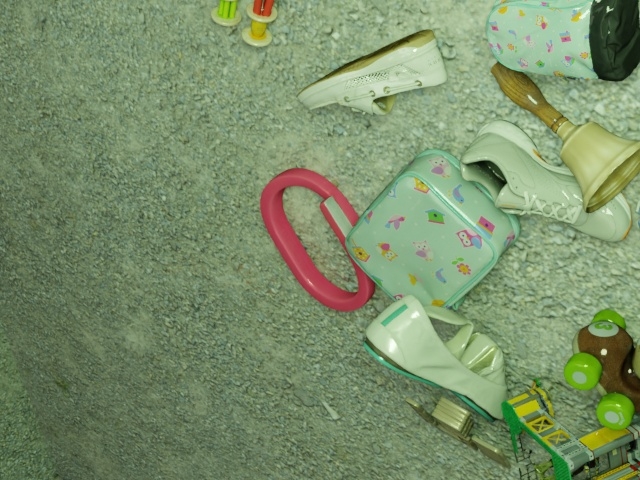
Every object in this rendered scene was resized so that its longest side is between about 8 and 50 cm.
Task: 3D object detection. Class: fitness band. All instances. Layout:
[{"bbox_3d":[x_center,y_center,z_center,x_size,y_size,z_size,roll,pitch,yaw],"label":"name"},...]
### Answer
[{"bbox_3d":[0.000,0.000,1.797,0.209,0.054,0.291,-14,109,52],"label":"fitness band"}]

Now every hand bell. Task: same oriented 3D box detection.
[{"bbox_3d":[0.323,-0.165,1.324,0.242,0.126,0.126,49,144,22],"label":"hand bell"}]

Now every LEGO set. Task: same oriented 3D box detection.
[{"bbox_3d":[0.454,0.382,1.611,0.255,0.192,0.331,-151,43,-70],"label":"LEGO set"}]

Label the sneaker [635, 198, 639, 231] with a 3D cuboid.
[{"bbox_3d":[0.498,-0.119,1.170,0.182,0.127,0.315,18,139,29],"label":"sneaker"}]

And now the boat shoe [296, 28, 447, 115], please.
[{"bbox_3d":[0.075,-0.234,1.488,0.277,0.098,0.096,-13,111,47],"label":"boat shoe"}]

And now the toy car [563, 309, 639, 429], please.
[{"bbox_3d":[0.474,0.160,1.396,0.149,0.155,0.188,51,132,-2],"label":"toy car"}]

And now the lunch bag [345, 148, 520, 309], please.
[{"bbox_3d":[0.179,-0.002,1.570,0.224,0.108,0.279,41,144,1],"label":"lunch bag"}]

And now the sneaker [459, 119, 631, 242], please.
[{"bbox_3d":[0.311,-0.062,1.383,0.262,0.121,0.099,33,140,19],"label":"sneaker"}]

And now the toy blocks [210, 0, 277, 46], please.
[{"bbox_3d":[-0.119,-0.406,1.569,0.123,0.054,0.148,36,140,16],"label":"toy blocks"}]

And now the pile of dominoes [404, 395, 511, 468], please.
[{"bbox_3d":[0.264,0.342,1.767,0.196,0.040,0.251,28,170,23],"label":"pile of dominoes"}]

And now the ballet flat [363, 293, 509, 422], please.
[{"bbox_3d":[0.229,0.197,1.611,0.139,0.139,0.400,3,159,43],"label":"ballet flat"}]

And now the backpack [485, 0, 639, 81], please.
[{"bbox_3d":[0.303,-0.276,1.221,0.182,0.115,0.152,18,135,37],"label":"backpack"}]
